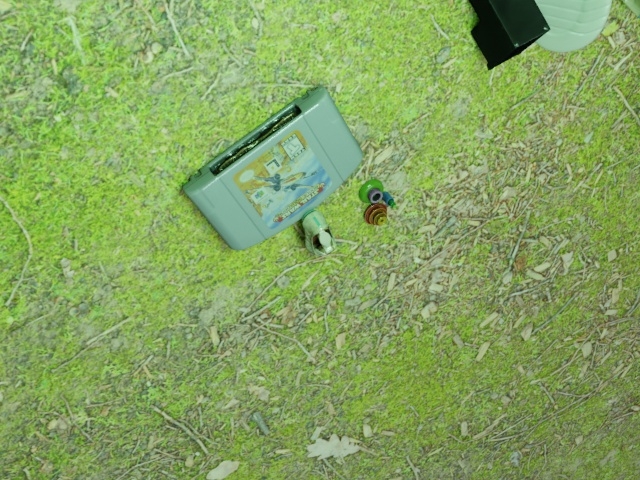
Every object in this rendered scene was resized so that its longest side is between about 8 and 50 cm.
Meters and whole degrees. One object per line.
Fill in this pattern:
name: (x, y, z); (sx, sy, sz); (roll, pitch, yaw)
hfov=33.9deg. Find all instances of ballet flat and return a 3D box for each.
ballet flat: (0.000, 0.000, 1.936); (0.057, 0.052, 0.168); (-36, 156, -5)

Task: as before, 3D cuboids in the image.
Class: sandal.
sandal: (0.414, -0.504, 1.787); (0.102, 0.169, 0.416); (-62, 148, -35)

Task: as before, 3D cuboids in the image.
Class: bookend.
bookend: (0.306, -0.395, 1.820); (0.072, 0.156, 0.157); (-29, 179, -9)

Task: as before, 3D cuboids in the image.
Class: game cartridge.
game cartridge: (-0.072, -0.116, 1.836); (0.297, 0.062, 0.198); (-37, 131, -1)

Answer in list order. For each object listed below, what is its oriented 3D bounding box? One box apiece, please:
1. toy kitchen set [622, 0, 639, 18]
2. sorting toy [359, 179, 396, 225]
toy kitchen set: (0.686, -0.475, 1.940); (0.122, 0.166, 0.207); (27, 108, -43)
sorting toy: (0.112, -0.067, 1.996); (0.061, 0.042, 0.102); (-25, 134, -13)
